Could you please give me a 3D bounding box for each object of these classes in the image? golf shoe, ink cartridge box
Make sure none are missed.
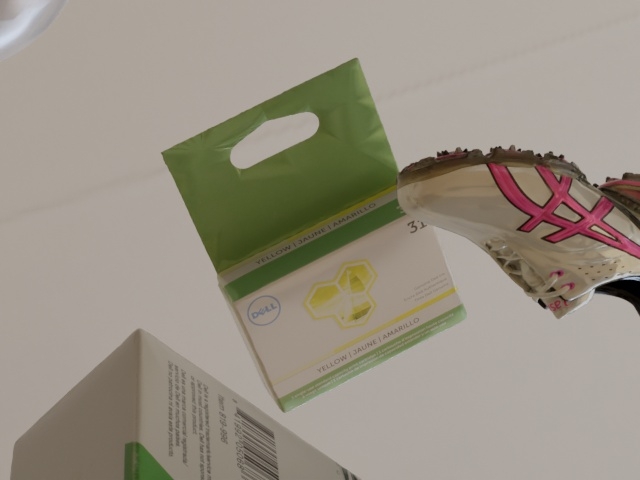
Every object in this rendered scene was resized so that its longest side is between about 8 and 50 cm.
[{"bbox_3d":[0.128,-0.002,0.959,0.186,0.067,0.086,11,-106,-21],"label":"golf shoe"},{"bbox_3d":[0.000,0.000,1.317,0.171,0.056,0.235,-27,-54,-6],"label":"ink cartridge box"},{"bbox_3d":[-0.023,0.156,0.697,0.208,0.153,0.087,37,-66,-26],"label":"ink cartridge box"}]

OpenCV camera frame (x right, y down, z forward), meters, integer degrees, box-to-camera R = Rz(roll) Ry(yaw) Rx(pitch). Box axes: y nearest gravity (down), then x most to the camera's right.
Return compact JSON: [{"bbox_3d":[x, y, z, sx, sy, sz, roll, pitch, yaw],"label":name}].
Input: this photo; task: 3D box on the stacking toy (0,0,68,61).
[{"bbox_3d":[-0.102,-0.277,0.744,0.351,0.350,0.480,21,-64,-22],"label":"stacking toy"}]
